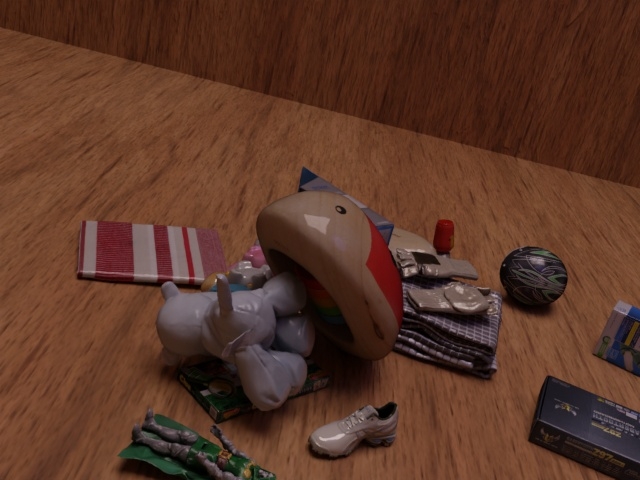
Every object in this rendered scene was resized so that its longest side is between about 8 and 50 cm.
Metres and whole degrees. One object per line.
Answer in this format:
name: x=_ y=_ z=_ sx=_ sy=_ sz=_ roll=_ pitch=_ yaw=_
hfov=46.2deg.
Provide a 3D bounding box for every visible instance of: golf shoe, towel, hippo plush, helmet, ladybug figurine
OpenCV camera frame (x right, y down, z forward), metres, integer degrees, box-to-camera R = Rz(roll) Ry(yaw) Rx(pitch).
golf shoe: x=0.059 y=0.316 z=1.293 sx=0.176 sy=0.086 sz=0.069 roll=-5 pitch=32 yaw=-34
towel: x=0.270 y=0.173 z=1.680 sx=0.284 sy=0.121 sz=0.235 roll=18 pitch=25 yaw=7
hippo plush: x=-0.170 y=0.179 z=1.314 sx=0.237 sy=0.234 sz=0.294 roll=-8 pitch=-4 yaw=28
towel: x=-0.382 y=0.033 z=1.718 sx=0.329 sy=0.037 sz=0.237 roll=5 pitch=28 yaw=-18
helmet: x=0.561 y=0.093 z=1.972 sx=0.169 sy=0.169 sz=0.161 roll=25 pitch=9 yaw=21
ladybug figurine: x=0.038 y=0.064 z=1.445 sx=0.305 sy=0.449 sz=0.162 roll=31 pitch=67 yaw=35

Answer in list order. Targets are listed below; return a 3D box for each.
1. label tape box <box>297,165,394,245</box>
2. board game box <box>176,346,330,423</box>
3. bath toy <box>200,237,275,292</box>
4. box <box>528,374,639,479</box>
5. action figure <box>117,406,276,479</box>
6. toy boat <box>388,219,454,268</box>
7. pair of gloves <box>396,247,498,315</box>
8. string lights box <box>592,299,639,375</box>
label tape box: x=0.000 y=0.000 z=1.757 sx=0.106 sy=0.240 sz=0.334 roll=-10 pitch=33 yaw=-40
board game box: x=-0.120 y=0.255 z=1.391 sx=0.260 sy=0.030 sz=0.136 roll=-9 pitch=35 yaw=-42
bath toy: x=-0.152 y=0.084 z=1.626 sx=0.151 sy=0.129 sz=0.348 roll=10 pitch=23 yaw=14
box: x=0.539 y=0.372 z=1.476 sx=0.233 sy=0.059 sz=0.183 roll=21 pitch=26 yaw=16
action figure: x=-0.176 y=0.332 z=1.157 sx=0.232 sy=0.063 sz=0.137 roll=21 pitch=21 yaw=6
toy boat: x=0.232 y=0.042 z=1.937 sx=0.318 sy=0.148 sz=0.267 roll=-12 pitch=25 yaw=-37
pair of gloves: x=0.280 y=0.091 z=1.674 sx=0.204 sy=0.042 sz=0.240 roll=7 pitch=28 yaw=-12
string lights box: x=0.801 y=0.262 z=1.776 sx=0.260 sy=0.133 sz=0.077 roll=26 pitch=26 yaw=24
